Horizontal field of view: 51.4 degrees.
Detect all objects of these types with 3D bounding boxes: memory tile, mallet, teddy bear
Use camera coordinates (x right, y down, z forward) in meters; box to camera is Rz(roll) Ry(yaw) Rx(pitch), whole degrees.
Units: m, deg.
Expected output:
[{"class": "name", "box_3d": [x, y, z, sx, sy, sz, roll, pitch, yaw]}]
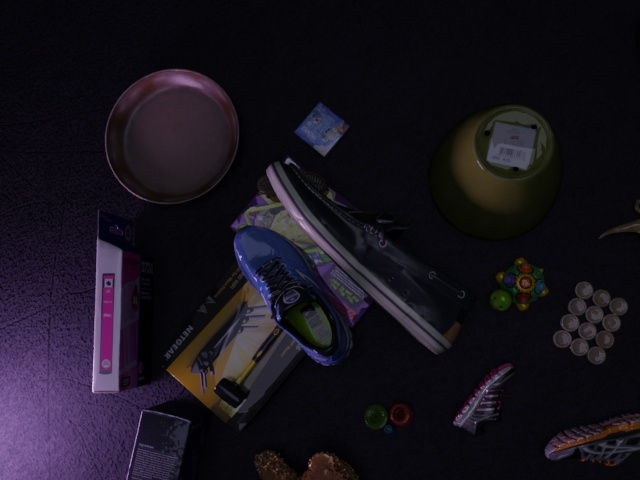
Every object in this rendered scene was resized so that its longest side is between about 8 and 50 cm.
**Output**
[{"class": "memory tile", "box_3d": [0.552, 0.168, 1.362, 0.113, 0.012, 0.148, 25, 87, 9]}, {"class": "mallet", "box_3d": [-0.132, 0.257, 1.352, 0.062, 0.039, 0.189, 44, 87, 8]}, {"class": "teddy bear", "box_3d": [-0.063, 0.555, 1.367, 0.245, 0.113, 0.338, 38, 97, 17]}]

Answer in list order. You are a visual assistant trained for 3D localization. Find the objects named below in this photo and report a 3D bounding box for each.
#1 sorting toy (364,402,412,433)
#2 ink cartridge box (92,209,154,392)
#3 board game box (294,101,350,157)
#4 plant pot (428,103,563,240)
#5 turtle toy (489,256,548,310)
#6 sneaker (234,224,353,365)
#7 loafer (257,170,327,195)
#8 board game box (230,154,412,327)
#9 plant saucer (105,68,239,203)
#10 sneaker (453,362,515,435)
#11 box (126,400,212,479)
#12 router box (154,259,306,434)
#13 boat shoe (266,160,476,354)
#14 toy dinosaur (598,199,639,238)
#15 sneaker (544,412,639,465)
[{"class": "sorting toy", "box_3d": [0.145, 0.371, 1.385, 0.102, 0.042, 0.061, -10, 67, 18]}, {"class": "ink cartridge box", "box_3d": [-0.414, 0.128, 1.412, 0.069, 0.176, 0.370, -3, 83, 7]}, {"class": "board game box", "box_3d": [0.005, -0.245, 1.476, 0.090, 0.020, 0.090, 40, 92, 10]}, {"class": "plant pot", "box_3d": [0.351, -0.150, 1.281, 0.275, 0.293, 0.274, -1, 84, 7]}, {"class": "turtle toy", "box_3d": [0.403, 0.097, 1.361, 0.130, 0.066, 0.095, -37, 80, 2]}, {"class": "sneaker", "box_3d": [-0.055, 0.096, 1.302, 0.130, 0.147, 0.330, -40, 79, -4]}, {"class": "loafer", "box_3d": [-0.061, -0.119, 1.414, 0.148, 0.050, 0.056, 2, 87, -7]}, {"class": "board game box", "box_3d": [0.000, 0.000, 1.438, 0.347, 0.056, 0.208, 39, 86, 10]}, {"class": "plant saucer", "box_3d": [-0.330, -0.232, 1.505, 0.311, 0.050, 0.310, -1, 85, 8]}, {"class": "sneaker", "box_3d": [0.346, 0.326, 1.348, 0.075, 0.063, 0.170, 39, 95, 10]}, {"class": "box", "box_3d": [-0.315, 0.450, 1.376, 0.108, 0.153, 0.207, 11, 86, 8]}, {"class": "router box", "box_3d": [-0.159, 0.211, 1.417, 0.243, 0.081, 0.309, 39, 90, 9]}, {"class": "boat shoe", "box_3d": [0.098, 0.007, 1.314, 0.500, 0.187, 0.156, 42, 89, 4]}, {"class": "toy dinosaur", "box_3d": [0.665, -0.038, 1.348, 0.183, 0.053, 0.092, 2, 86, 8]}, {"class": "sneaker", "box_3d": [0.550, 0.403, 1.303, 0.215, 0.084, 0.083, -15, 87, 5]}]
